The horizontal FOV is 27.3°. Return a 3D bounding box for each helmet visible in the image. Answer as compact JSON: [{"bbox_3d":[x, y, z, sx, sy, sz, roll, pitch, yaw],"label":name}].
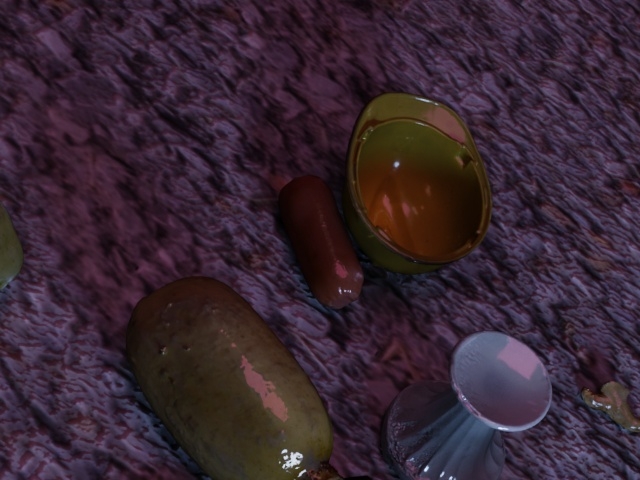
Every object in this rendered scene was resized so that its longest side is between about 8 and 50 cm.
[{"bbox_3d":[0.107,-0.052,1.742,0.205,0.140,0.257,10,57,-18],"label":"helmet"}]

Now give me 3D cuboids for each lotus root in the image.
[{"bbox_3d":[-0.090,0.187,1.482,0.342,0.169,0.151,50,30,17],"label":"lotus root"}]

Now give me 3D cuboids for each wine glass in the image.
[{"bbox_3d":[0.178,0.206,1.568,0.165,0.196,0.165,12,53,-16],"label":"wine glass"}]

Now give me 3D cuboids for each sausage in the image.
[{"bbox_3d":[0.000,0.000,1.706,0.077,0.077,0.194,-7,61,-26],"label":"sausage"}]

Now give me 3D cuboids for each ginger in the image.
[{"bbox_3d":[0.392,0.216,1.752,0.097,0.030,0.048,32,80,3],"label":"ginger"}]

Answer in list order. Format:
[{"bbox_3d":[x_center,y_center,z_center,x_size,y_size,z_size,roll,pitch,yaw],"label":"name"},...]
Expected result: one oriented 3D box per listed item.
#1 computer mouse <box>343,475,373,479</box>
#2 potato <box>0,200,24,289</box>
[{"bbox_3d":[0.026,0.350,1.500,0.099,0.057,0.172,24,64,-8],"label":"computer mouse"},{"bbox_3d":[-0.434,-0.007,1.503,0.194,0.157,0.157,39,51,-11],"label":"potato"}]
